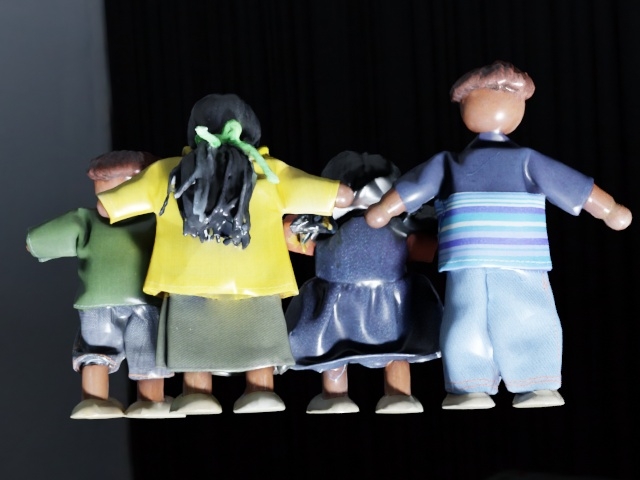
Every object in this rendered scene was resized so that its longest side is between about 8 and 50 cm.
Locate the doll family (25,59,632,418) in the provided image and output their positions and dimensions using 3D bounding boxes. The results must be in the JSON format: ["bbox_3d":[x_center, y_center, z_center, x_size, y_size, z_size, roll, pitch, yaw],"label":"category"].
[{"bbox_3d":[0.000,0.000,0.339,0.193,0.111,0.076,1,168,-10],"label":"doll family"}]
